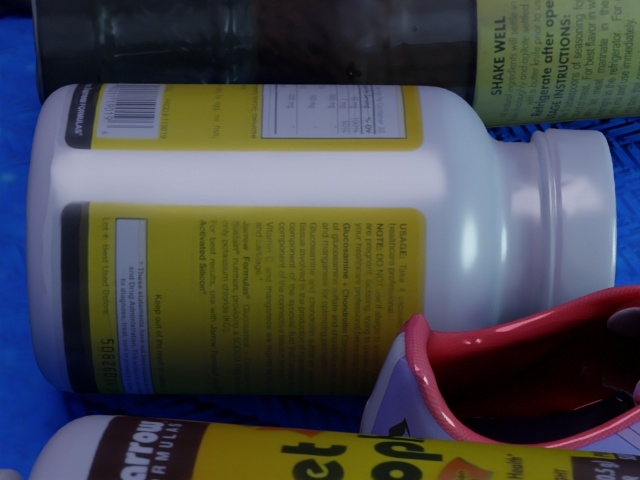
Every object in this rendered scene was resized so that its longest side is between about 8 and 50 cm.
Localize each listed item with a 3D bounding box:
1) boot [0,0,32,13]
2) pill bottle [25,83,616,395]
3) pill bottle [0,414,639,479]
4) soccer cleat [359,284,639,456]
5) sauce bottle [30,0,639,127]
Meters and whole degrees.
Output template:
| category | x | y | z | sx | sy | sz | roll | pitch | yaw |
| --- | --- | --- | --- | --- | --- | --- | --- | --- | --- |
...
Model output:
| category | x | y | z | sx | sy | sz | roll | pitch | yaw |
| --- | --- | --- | --- | --- | --- | --- | --- | --- | --- |
| boot | -0.192 | -0.290 | 0.921 | 0.367 | 0.146 | 0.445 | 1 | 38 | -2 |
| pill bottle | 0.000 | 0.000 | 0.621 | 0.184 | 0.103 | 0.103 | 1 | 42 | 0 |
| pill bottle | -0.009 | 0.107 | 0.491 | 0.215 | 0.117 | 0.117 | 4 | 42 | 3 |
| soccer cleat | 0.134 | 0.050 | 0.573 | 0.248 | 0.095 | 0.083 | -7 | 45 | -7 |
| sauce bottle | 0.062 | -0.097 | 0.723 | 0.344 | 0.111 | 0.111 | -5 | 43 | -8 |
